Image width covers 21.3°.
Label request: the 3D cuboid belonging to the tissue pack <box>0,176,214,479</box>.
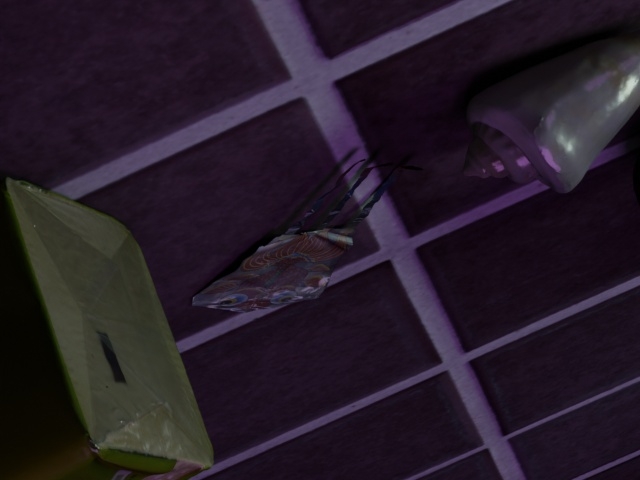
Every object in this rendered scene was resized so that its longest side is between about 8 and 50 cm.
[{"bbox_3d":[-0.243,0.121,1.145,0.274,0.200,0.167,-32,155,19],"label":"tissue pack"}]

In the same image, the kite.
[{"bbox_3d":[-0.001,-0.003,1.324,0.127,0.016,0.229,-4,152,-41],"label":"kite"}]

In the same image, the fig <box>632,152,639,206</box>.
[{"bbox_3d":[0.362,-0.079,1.377,0.236,0.124,0.124,-32,157,-14],"label":"fig"}]

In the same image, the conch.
[{"bbox_3d":[0.175,-0.099,1.229,0.176,0.094,0.104,-47,142,-10],"label":"conch"}]
